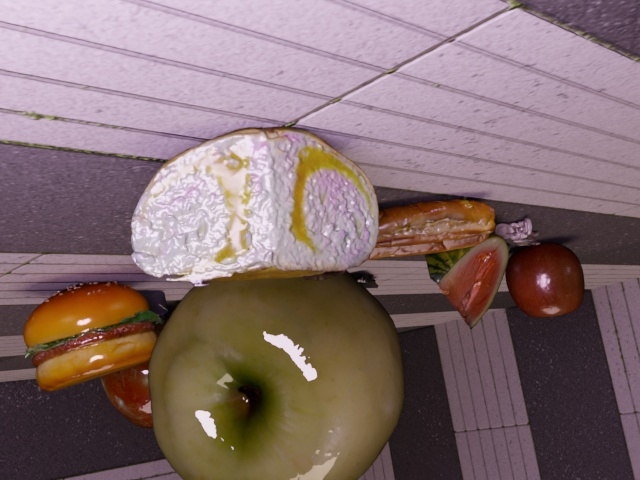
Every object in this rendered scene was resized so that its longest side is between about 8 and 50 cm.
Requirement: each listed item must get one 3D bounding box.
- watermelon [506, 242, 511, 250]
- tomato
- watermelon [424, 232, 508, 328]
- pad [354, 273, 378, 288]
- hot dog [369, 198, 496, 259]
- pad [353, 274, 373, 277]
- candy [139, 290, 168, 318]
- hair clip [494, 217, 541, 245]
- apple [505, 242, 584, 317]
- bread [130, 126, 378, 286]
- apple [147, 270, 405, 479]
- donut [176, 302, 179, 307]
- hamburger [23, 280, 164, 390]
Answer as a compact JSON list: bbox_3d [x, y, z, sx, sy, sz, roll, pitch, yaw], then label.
[{"bbox_3d":[0.332,0.026,1.605,0.101,0.080,0.155,-8,160,-28],"label":"watermelon"},{"bbox_3d":[-0.386,0.298,1.868,0.223,0.270,0.270,-26,167,5],"label":"tomato"},{"bbox_3d":[0.253,0.041,1.482,0.128,0.159,0.303,31,174,29],"label":"watermelon"},{"bbox_3d":[0.015,0.116,1.883,0.233,0.022,0.174,-11,169,13],"label":"pad"},{"bbox_3d":[0.144,-0.018,1.228,0.269,0.072,0.115,-5,169,-12],"label":"hot dog"},{"bbox_3d":[-0.050,0.123,1.930,0.331,0.004,0.220,-7,168,-12],"label":"pad"},{"bbox_3d":[-0.456,0.167,1.680,0.312,0.061,0.088,-18,168,37],"label":"candy"},{"bbox_3d":[0.391,-0.010,1.563,0.072,0.034,0.226,-9,171,19],"label":"hair clip"},{"bbox_3d":[0.517,0.091,1.826,0.181,0.168,0.181,-11,174,-1],"label":"apple"},{"bbox_3d":[-0.079,-0.031,0.835,0.261,0.158,0.156,1,175,-44],"label":"bread"},{"bbox_3d":[-0.066,0.239,1.402,0.474,0.473,0.473,-9,169,-2],"label":"apple"},{"bbox_3d":[-0.208,0.186,1.766,0.295,0.151,0.112,-16,147,27],"label":"donut"},{"bbox_3d":[-0.408,0.160,1.418,0.246,0.169,0.246,-19,176,-1],"label":"hamburger"}]
